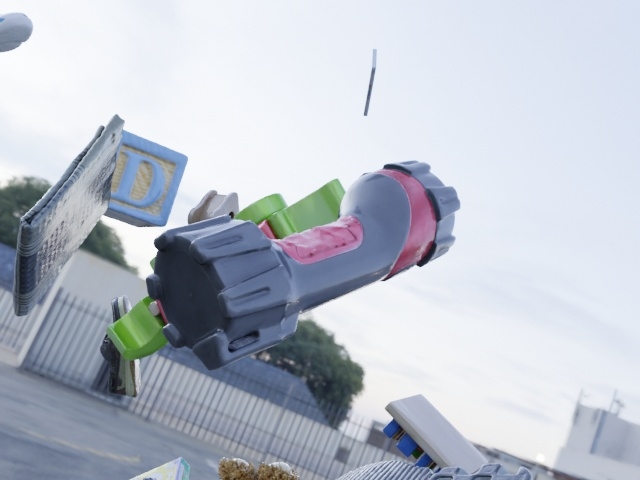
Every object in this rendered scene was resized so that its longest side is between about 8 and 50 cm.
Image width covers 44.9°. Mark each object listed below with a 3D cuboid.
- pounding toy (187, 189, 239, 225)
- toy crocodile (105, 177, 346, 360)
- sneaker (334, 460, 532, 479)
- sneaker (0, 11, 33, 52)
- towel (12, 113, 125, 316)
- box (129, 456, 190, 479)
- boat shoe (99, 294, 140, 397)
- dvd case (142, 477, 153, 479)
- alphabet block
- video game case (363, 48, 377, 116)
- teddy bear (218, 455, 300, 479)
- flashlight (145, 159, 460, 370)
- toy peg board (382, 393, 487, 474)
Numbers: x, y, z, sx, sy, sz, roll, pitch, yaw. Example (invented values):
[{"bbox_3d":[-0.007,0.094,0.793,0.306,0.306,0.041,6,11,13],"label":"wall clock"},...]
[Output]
[{"bbox_3d":[-0.182,0.022,1.752,0.155,0.269,0.154,7,25,34],"label":"pounding toy"},{"bbox_3d":[-0.103,0.036,0.880,0.341,0.115,0.105,-27,-4,24],"label":"toy crocodile"},{"bbox_3d":[0.144,0.391,1.061,0.331,0.146,0.122,-9,12,39],"label":"sneaker"},{"bbox_3d":[-0.606,-0.384,1.349,0.240,0.126,0.091,-12,-1,25],"label":"sneaker"},{"bbox_3d":[-0.485,-0.052,1.468,0.056,0.324,0.312,28,-40,-2],"label":"towel"},{"bbox_3d":[-0.399,0.592,1.833,0.043,0.179,0.105,56,14,-26],"label":"box"},{"bbox_3d":[-0.279,0.149,1.065,0.049,0.152,0.056,-3,17,-5],"label":"boat shoe"},{"bbox_3d":[-0.251,0.455,1.041,0.018,0.221,0.164,9,35,-28],"label":"dvd case"},{"bbox_3d":[-0.463,-0.145,1.871,0.193,0.192,0.197,23,-10,-29],"label":"alphabet block"},{"bbox_3d":[0.109,-0.347,1.700,0.011,0.087,0.122,8,-49,-1],"label":"video game case"},{"bbox_3d":[-0.109,0.568,1.507,0.245,0.338,0.113,13,24,8],"label":"teddy bear"},{"bbox_3d":[0.000,0.000,0.612,0.103,0.103,0.304,22,22,33],"label":"flashlight"},{"bbox_3d":[0.172,0.343,1.271,0.161,0.079,0.161,44,14,23],"label":"toy peg board"}]
